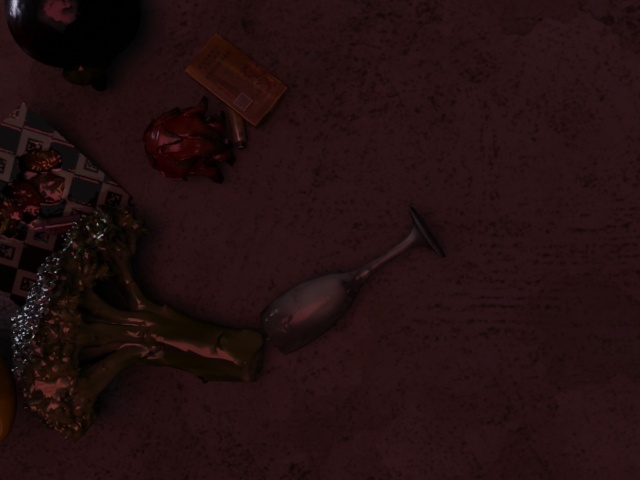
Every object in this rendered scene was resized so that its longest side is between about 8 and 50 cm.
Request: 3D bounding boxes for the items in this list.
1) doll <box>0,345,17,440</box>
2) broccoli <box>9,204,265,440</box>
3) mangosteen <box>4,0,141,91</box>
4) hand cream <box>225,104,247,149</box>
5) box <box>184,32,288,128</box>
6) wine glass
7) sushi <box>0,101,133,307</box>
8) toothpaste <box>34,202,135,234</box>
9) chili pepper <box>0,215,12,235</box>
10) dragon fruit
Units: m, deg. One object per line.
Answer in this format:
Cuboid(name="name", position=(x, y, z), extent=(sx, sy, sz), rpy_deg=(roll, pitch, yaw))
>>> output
Cuboid(name="doll", position=(-0.589, 0.237, 1.262), extent=(0.111, 0.237, 0.252), rpy_deg=(-16, 85, 32))
Cuboid(name="broccoli", position=(-0.326, 0.194, 1.356), extent=(0.397, 0.274, 0.353), rpy_deg=(37, 117, -15))
Cuboid(name="mangosteen", position=(-0.393, -0.365, 1.326), extent=(0.216, 0.216, 0.216), rpy_deg=(0, 93, 9))
Cuboid(name="hand cream", position=(-0.141, -0.205, 1.378), extent=(0.035, 0.022, 0.102), rpy_deg=(-11, 86, 9))
Cuboid(name="box", position=(-0.140, -0.267, 1.364), extent=(0.156, 0.022, 0.089), rpy_deg=(37, 87, 5))
Cuboid(name="wine glass", position=(0.000, 0.000, 1.325), extent=(0.310, 0.096, 0.264), rpy_deg=(-34, 89, 10))
Cuboid(name="sushi", position=(-0.515, -0.059, 1.430), extent=(0.264, 0.050, 0.290), rpy_deg=(43, 98, -16))
Cuboid(name="toothpaste", position=(-0.406, -0.032, 1.409), extent=(0.170, 0.028, 0.045), rpy_deg=(-9, 103, -5))
Cuboid(name="chili pepper", position=(-0.564, -0.015, 1.401), extent=(0.083, 0.017, 0.030), rpy_deg=(-35, 129, -2))
Cuboid(name="dragon fruit", position=(-0.221, -0.158, 1.350), extent=(0.142, 0.130, 0.121), rpy_deg=(-16, 56, 12))
